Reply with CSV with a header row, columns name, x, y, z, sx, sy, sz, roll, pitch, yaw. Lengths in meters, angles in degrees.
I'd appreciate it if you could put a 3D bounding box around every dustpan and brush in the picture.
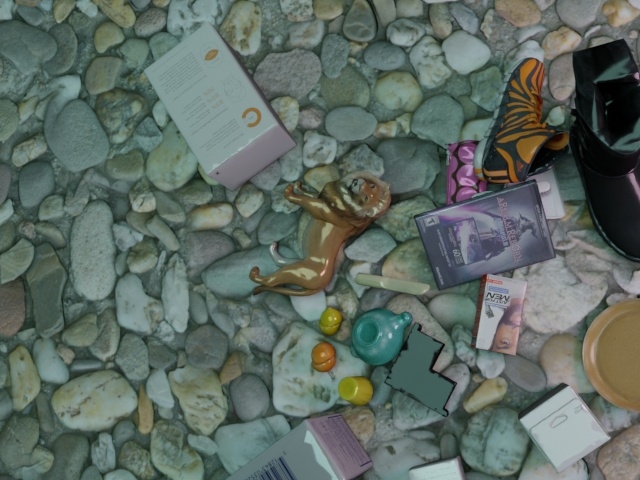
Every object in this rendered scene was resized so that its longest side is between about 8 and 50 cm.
name,x,y,z,sx,sy,sz,roll,pitch,yaw
dustpan and brush,0.444,-0.108,1.613,0.211,0.060,0.147,-11,77,3

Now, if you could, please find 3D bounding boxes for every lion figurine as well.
name,x,y,z,sx,sy,sz,roll,pitch,yaw
lion figurine,0.000,0.000,1.715,0.240,0.142,0.392,24,102,10

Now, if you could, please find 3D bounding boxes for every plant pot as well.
name,x,y,z,sx,sy,sz,roll,pitch,yaw
plant pot,0.671,0.240,1.489,0.236,0.032,0.236,-13,68,34

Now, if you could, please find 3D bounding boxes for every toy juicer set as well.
name,x,y,z,sx,sy,sz,roll,pitch,yaw
toy juicer set,0.104,0.202,1.670,0.209,0.089,0.329,34,94,36

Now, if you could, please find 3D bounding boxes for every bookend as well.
name,x,y,z,sx,sy,sz,roll,pitch,yaw
bookend,0.251,0.290,1.611,0.156,0.072,0.157,26,87,17

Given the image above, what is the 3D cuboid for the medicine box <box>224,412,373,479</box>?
name,x,y,z,sx,sy,sz,roll,pitch,yaw
medicine box,-0.053,0.515,1.541,0.263,0.289,0.149,-38,71,6

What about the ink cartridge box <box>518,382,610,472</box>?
name,x,y,z,sx,sy,sz,roll,pitch,yaw
ink cartridge box,0.497,0.382,1.472,0.128,0.176,0.127,-37,73,7

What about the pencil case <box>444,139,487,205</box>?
name,x,y,z,sx,sy,sz,roll,pitch,yaw
pencil case,0.334,-0.126,1.652,0.098,0.095,0.209,6,79,-18

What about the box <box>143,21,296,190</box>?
name,x,y,z,sx,sy,sz,roll,pitch,yaw
box,-0.253,-0.336,1.808,0.215,0.168,0.345,-35,73,7

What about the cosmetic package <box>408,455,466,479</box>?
name,x,y,z,sx,sy,sz,roll,pitch,yaw
cosmetic package,0.277,0.597,1.545,0.117,0.085,0.231,-18,75,12

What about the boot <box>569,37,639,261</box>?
name,x,y,z,sx,sy,sz,roll,pitch,yaw
boot,0.598,-0.150,1.395,0.146,0.445,0.367,-26,75,10

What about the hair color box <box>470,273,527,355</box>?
name,x,y,z,sx,sy,sz,roll,pitch,yaw
hair color box,0.398,0.165,1.591,0.093,0.053,0.167,10,84,1

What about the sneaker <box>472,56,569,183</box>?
name,x,y,z,sx,sy,sz,roll,pitch,yaw
sneaker,0.476,-0.261,1.575,0.180,0.124,0.321,10,74,45

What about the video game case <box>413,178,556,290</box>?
name,x,y,z,sx,sy,sz,roll,pitch,yaw
video game case,0.369,-0.009,1.598,0.274,0.026,0.196,-17,114,13
